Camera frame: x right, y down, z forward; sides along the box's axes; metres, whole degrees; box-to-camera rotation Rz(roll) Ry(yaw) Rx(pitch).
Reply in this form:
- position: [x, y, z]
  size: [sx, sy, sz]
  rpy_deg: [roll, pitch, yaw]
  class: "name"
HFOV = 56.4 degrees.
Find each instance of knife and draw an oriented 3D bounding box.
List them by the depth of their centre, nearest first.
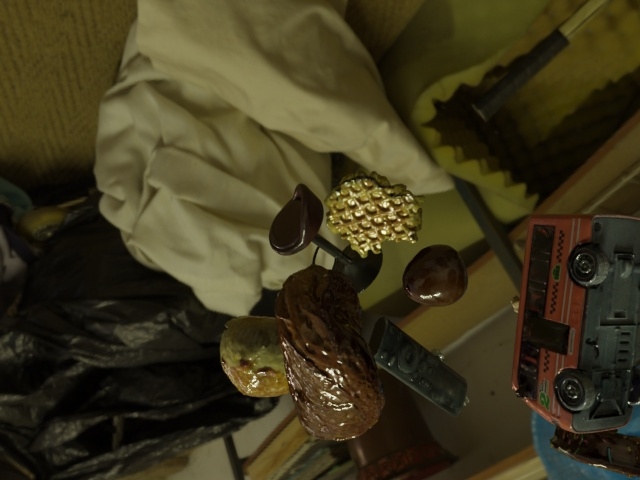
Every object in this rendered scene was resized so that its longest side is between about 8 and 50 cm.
- position: [0.424, 0.454, 1.962]
  size: [0.040, 0.073, 0.266]
  rpy_deg: [-43, 121, -16]
  class: "knife"

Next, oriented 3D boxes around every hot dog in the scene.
- position: [0.017, 0.206, 1.094]
  size: [0.174, 0.267, 0.388]
  rpy_deg: [-11, 141, -6]
  class: "hot dog"

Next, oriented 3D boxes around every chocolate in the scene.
- position: [0.299, 0.095, 1.584]
  size: [0.176, 0.177, 0.177]
  rpy_deg: [-18, 151, -11]
  class: "chocolate"

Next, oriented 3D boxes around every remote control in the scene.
- position: [0.247, 0.316, 1.464]
  size: [0.044, 0.107, 0.377]
  rpy_deg: [-10, 141, 42]
  class: "remote control"

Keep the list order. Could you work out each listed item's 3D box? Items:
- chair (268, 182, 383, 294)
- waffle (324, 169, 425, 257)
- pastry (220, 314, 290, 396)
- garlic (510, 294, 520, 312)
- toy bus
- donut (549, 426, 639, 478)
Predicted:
- position: [0.000, 0.000, 1.921]
  size: [0.226, 0.227, 0.401]
  rpy_deg: [-36, 131, 20]
  class: "chair"
- position: [0.153, -0.071, 1.705]
  size: [0.281, 0.058, 0.301]
  rpy_deg: [36, 136, -9]
  class: "waffle"
- position: [-0.162, 0.333, 1.739]
  size: [0.255, 0.237, 0.170]
  rpy_deg: [6, 164, -12]
  class: "pastry"
- position: [0.601, 0.170, 1.514]
  size: [0.253, 0.245, 0.245]
  rpy_deg: [-1, 169, 39]
  class: "garlic"
- position: [0.529, 0.156, 1.226]
  size: [0.202, 0.428, 0.233]
  rpy_deg: [4, -176, -26]
  class: "toy bus"
- position: [0.687, 0.500, 1.478]
  size: [0.215, 0.096, 0.230]
  rpy_deg: [14, 178, 5]
  class: "donut"
